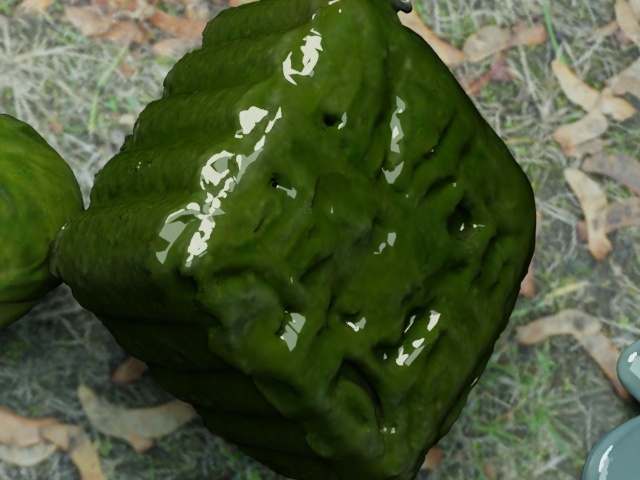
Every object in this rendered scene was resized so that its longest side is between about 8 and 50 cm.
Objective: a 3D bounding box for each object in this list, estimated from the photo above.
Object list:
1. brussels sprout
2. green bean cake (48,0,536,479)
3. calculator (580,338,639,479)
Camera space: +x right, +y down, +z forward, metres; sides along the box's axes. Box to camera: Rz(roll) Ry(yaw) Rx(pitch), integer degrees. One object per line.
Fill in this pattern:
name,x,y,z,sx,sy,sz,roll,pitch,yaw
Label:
brussels sprout,-0.231,-0.010,1.060,0.183,0.131,0.145,-17,73,-40
green bean cake,0.000,0.000,1.066,0.250,0.156,0.247,47,62,-27
calculator,0.269,0.209,1.170,0.188,0.042,0.302,-9,76,-15
